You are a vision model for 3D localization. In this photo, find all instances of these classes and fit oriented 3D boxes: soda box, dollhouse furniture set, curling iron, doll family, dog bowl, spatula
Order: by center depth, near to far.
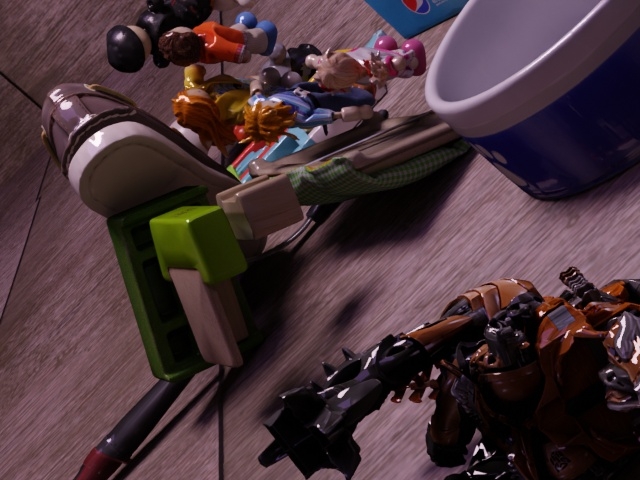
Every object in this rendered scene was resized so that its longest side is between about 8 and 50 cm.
[{"bbox_3d":[0.204,-0.160,1.195,0.265,0.104,0.265,-43,18,17],"label":"dog bowl"},{"bbox_3d":[0.000,0.000,1.419,0.302,0.151,0.198,-24,12,-27],"label":"dollhouse furniture set"},{"bbox_3d":[-0.036,-0.130,1.494,0.263,0.118,0.163,11,19,31],"label":"doll family"},{"bbox_3d":[-0.190,0.203,1.497,0.274,0.035,0.068,-49,21,2],"label":"curling iron"},{"bbox_3d":[-0.030,-0.009,1.575,0.296,0.030,0.084,-49,8,-2],"label":"spatula"},{"bbox_3d":[0.133,-0.279,1.700,0.067,0.071,0.210,-57,18,-26],"label":"soda box"}]

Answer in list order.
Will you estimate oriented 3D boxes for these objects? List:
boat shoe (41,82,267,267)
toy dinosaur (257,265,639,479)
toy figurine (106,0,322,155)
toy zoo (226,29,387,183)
[{"bbox_3d":[-0.149,-0.048,1.528,0.116,0.324,0.096,-43,61,4],"label":"boat shoe"},{"bbox_3d":[0.095,0.095,0.908,0.218,0.164,0.322,-39,-6,-22],"label":"toy dinosaur"},{"bbox_3d":[-0.128,-0.212,1.950,0.148,0.213,0.209,-35,7,-41],"label":"toy figurine"},{"bbox_3d":[-0.025,-0.112,1.795,0.293,0.030,0.192,-47,16,3],"label":"toy zoo"}]
